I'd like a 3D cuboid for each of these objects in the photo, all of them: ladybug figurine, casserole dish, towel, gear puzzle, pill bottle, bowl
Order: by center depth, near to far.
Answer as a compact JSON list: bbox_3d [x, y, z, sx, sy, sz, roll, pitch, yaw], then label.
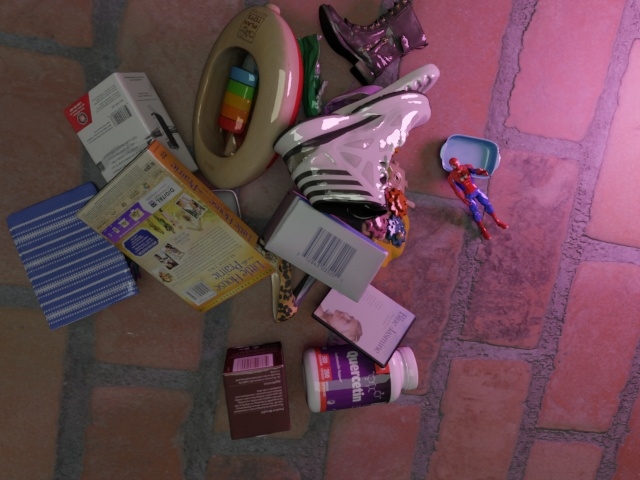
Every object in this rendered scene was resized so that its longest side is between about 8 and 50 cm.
[{"bbox_3d":[-0.169,-0.340,1.076,0.305,0.162,0.449,37,115,29],"label":"ladybug figurine"},{"bbox_3d":[-0.650,0.036,1.138,0.243,0.040,0.336,-24,85,-5],"label":"towel"},{"bbox_3d":[0.192,-0.156,1.167,0.175,0.044,0.339,21,67,-38],"label":"gear puzzle"},{"bbox_3d":[-0.293,-0.070,1.204,0.142,0.053,0.142,-9,102,-7],"label":"bowl"},{"bbox_3d":[0.112,0.394,1.276,0.322,0.181,0.182,-5,101,-7],"label":"pill bottle"},{"bbox_3d":[0.437,-0.248,1.283,0.188,0.037,0.114,9,99,-8],"label":"casserole dish"}]

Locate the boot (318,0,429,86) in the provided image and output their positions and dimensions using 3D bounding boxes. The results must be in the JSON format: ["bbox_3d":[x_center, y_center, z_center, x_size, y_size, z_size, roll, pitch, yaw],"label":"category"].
[{"bbox_3d":[0.145,-0.573,1.165,0.229,0.091,0.263,-42,113,0],"label":"boot"}]

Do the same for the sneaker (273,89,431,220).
[{"bbox_3d":[0.128,-0.188,1.045,0.447,0.169,0.258,-24,85,-26],"label":"sneaker"}]

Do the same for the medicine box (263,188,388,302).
[{"bbox_3d":[0.000,0.000,1.136,0.263,0.289,0.149,31,95,-12],"label":"medicine box"}]

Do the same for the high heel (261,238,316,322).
[{"bbox_3d":[-0.150,0.114,1.232,0.261,0.093,0.186,36,87,-21],"label":"high heel"}]

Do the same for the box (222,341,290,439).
[{"bbox_3d":[-0.182,0.425,1.248,0.168,0.167,0.203,-6,101,-7],"label":"box"}]

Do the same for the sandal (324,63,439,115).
[{"bbox_3d":[0.116,-0.375,1.162,0.416,0.169,0.102,-26,84,-6],"label":"sandal"}]

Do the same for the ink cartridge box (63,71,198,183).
[{"bbox_3d":[-0.467,-0.246,1.083,0.197,0.114,0.273,-21,103,24],"label":"ink cartridge box"}]

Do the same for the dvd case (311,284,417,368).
[{"bbox_3d":[0.125,0.219,1.246,0.253,0.022,0.180,34,67,11],"label":"dvd case"}]

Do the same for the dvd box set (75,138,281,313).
[{"bbox_3d":[-0.350,-0.009,1.092,0.307,0.062,0.420,-30,118,28],"label":"dvd box set"}]

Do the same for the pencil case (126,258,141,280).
[{"bbox_3d":[-0.580,0.089,1.187,0.151,0.064,0.070,-6,139,-8],"label":"pencil case"}]

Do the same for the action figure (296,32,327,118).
[{"bbox_3d":[-0.020,-0.418,1.160,0.063,0.137,0.232,-9,110,-19],"label":"action figure"}]

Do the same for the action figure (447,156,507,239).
[{"bbox_3d":[0.454,-0.117,1.237,0.091,0.139,0.280,-36,108,9],"label":"action figure"}]

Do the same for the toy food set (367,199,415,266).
[{"bbox_3d":[0.191,-0.034,1.277,0.128,0.071,0.218,9,102,-33],"label":"toy food set"}]
